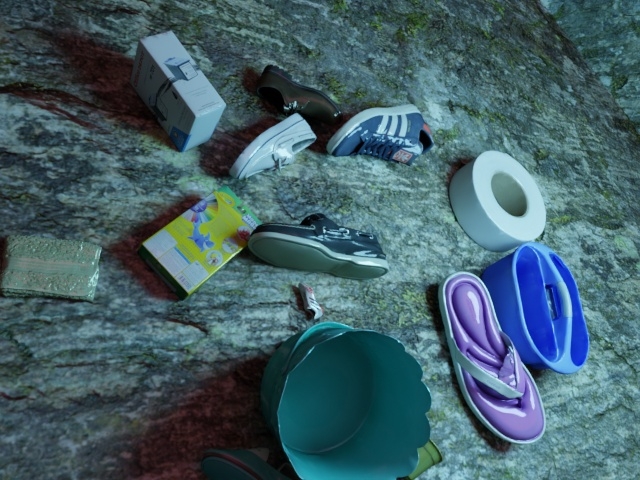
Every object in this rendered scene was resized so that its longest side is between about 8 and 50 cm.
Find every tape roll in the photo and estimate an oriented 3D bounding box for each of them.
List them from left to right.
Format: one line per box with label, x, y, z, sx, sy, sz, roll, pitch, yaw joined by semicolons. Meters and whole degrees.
tape roll;0.512;-0.114;1.410;0.285;0.100;0.287;13;62;-25

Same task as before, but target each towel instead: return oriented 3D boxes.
towel;-0.450;0.044;0.816;0.148;0.027;0.110;8;63;-27

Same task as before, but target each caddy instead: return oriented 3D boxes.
caddy;0.560;0.174;1.254;0.241;0.179;0.342;13;61;-26

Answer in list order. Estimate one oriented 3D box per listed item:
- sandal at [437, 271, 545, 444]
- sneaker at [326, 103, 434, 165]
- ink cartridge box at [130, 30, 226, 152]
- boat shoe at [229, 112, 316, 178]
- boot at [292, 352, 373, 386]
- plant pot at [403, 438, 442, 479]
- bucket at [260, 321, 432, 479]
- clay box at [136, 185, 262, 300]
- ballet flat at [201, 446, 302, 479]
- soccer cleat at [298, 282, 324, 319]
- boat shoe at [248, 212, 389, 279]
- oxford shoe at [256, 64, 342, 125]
sandal;0.387;0.268;1.126;0.169;0.102;0.417;-22;76;-9
sneaker;0.172;-0.252;1.256;0.349;0.131;0.148;-25;77;-36
ink cartridge box;-0.295;-0.301;1.000;0.082;0.139;0.191;-37;88;-35
boat shoe;-0.096;-0.201;1.098;0.084;0.095;0.258;44;54;0
boot;0.020;0.258;0.973;0.189;0.069;0.086;20;66;-12
plant pot;0.187;0.436;0.979;0.079;0.083;0.083;-34;87;-26
bucket;0.033;0.277;0.846;0.280;0.183;0.282;1;88;-22
clay box;-0.225;-0.002;0.954;0.127;0.053;0.222;48;52;-2
ballet flat;-0.092;0.409;0.833;0.247;0.083;0.087;39;30;-9
soccer cleat;-0.025;0.127;1.026;0.035;0.029;0.083;-33;91;-41
boat shoe;0.003;-0.002;1.043;0.339;0.127;0.113;11;61;-28
oxford shoe;-0.054;-0.331;1.199;0.227;0.083;0.096;25;60;-5
